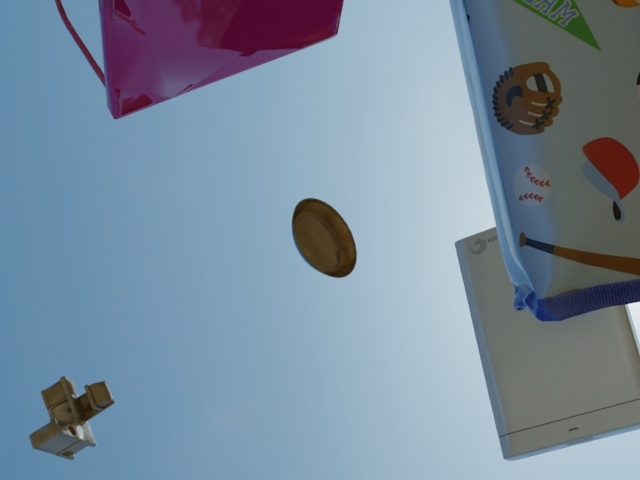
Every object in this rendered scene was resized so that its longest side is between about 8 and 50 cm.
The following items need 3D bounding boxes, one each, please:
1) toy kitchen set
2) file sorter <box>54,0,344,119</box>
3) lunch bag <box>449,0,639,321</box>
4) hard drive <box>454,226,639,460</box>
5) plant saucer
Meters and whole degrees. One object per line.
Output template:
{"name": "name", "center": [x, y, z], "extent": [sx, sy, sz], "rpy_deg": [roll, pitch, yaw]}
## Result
{"name": "toy kitchen set", "center": [-0.265, 0.172, 1.086], "extent": [0.083, 0.068, 0.075], "rpy_deg": [61, -173, 28]}
{"name": "file sorter", "center": [-0.136, -0.306, 1.132], "extent": [0.290, 0.202, 0.182], "rpy_deg": [-25, -116, -21]}
{"name": "lunch bag", "center": [0.305, -0.134, 0.755], "extent": [0.239, 0.385, 0.328], "rpy_deg": [-12, -89, -85]}
{"name": "hard drive", "center": [0.347, 0.129, 1.557], "extent": [0.047, 0.233, 0.353], "rpy_deg": [28, -133, -55]}
{"name": "plant saucer", "center": [0.000, 0.000, 0.978], "extent": [0.083, 0.015, 0.083], "rpy_deg": [28, -134, -34]}
